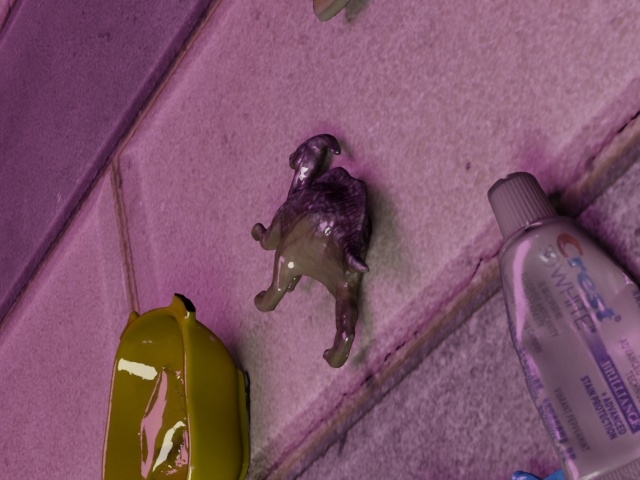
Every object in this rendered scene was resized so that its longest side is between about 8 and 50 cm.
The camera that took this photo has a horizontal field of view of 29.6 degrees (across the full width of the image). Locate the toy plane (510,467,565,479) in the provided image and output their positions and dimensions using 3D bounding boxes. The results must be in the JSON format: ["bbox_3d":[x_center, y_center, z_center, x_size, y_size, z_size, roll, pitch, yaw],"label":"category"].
[{"bbox_3d":[0.128,0.255,0.905,0.271,0.105,0.254,20,82,53],"label":"toy plane"}]

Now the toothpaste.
[{"bbox_3d":[0.189,0.061,0.904,0.099,0.068,0.282,-53,39,35],"label":"toothpaste"}]

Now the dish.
[{"bbox_3d":[-0.148,0.200,1.338,0.221,0.108,0.262,-23,61,52],"label":"dish"}]

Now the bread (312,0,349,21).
[{"bbox_3d":[0.037,-0.339,1.316,0.112,0.036,0.193,-33,49,42],"label":"bread"}]

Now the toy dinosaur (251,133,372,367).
[{"bbox_3d":[-0.007,-0.003,1.221,0.162,0.077,0.294,-63,34,20],"label":"toy dinosaur"}]
